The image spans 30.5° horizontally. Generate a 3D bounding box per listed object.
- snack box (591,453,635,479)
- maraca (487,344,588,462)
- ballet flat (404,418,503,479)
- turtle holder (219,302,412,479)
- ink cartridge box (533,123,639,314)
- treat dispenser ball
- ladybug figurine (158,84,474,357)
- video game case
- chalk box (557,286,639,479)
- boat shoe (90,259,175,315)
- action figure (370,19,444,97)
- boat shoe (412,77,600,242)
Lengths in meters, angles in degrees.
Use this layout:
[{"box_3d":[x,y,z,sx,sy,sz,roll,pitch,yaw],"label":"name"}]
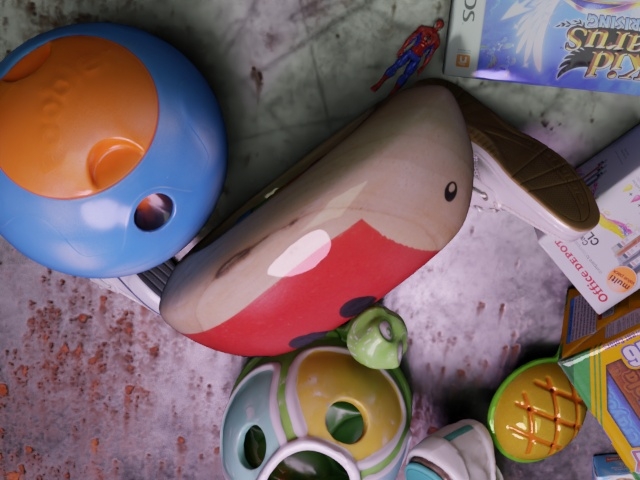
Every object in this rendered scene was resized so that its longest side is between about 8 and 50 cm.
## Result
[{"box_3d":[0.532,0.365,1.563,0.322,0.060,0.187,-7,110,7],"label":"snack box"},{"box_3d":[0.294,0.205,1.503,0.186,0.099,0.127,-38,109,-10],"label":"maraca"},{"box_3d":[0.203,0.394,1.554,0.139,0.139,0.400,-7,126,7],"label":"ballet flat"},{"box_3d":[0.018,0.234,1.463,0.320,0.227,0.243,-33,105,16],"label":"turtle holder"},{"box_3d":[0.355,-0.026,1.387,0.176,0.127,0.128,-37,105,18],"label":"ink cartridge box"},{"box_3d":[-0.248,-0.100,1.321,0.288,0.288,0.288,2,112,4],"label":"treat dispenser ball"},{"box_3d":[0.000,0.000,1.322,0.449,0.305,0.162,-34,99,34],"label":"ladybug figurine"},{"box_3d":[0.284,-0.294,1.317,0.270,0.061,0.244,7,113,5],"label":"video game case"},{"box_3d":[0.439,0.179,1.421,0.179,0.180,0.289,-27,106,25],"label":"chalk box"},{"box_3d":[-0.263,0.023,1.492,0.226,0.083,0.076,47,120,-1],"label":"boat shoe"},{"box_3d":[0.107,-0.214,1.387,0.038,0.030,0.115,37,108,-5],"label":"action figure"},{"box_3d":[0.201,-0.077,1.355,0.277,0.098,0.096,45,132,29],"label":"boat shoe"}]
